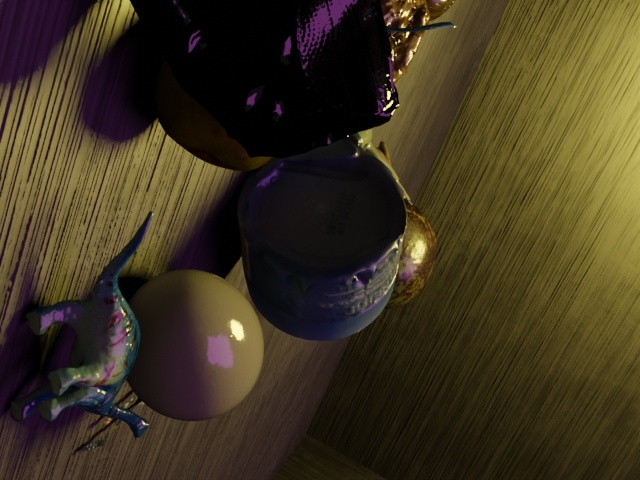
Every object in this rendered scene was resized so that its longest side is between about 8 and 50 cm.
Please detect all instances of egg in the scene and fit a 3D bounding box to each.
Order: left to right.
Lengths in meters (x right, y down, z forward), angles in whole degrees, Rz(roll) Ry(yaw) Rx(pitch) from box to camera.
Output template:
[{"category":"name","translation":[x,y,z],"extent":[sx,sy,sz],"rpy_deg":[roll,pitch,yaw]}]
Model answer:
[{"category":"egg","translation":[-0.159,0.126,0.947],"extent":[0.176,0.176,0.232],"rpy_deg":[-58,163,-21]}]

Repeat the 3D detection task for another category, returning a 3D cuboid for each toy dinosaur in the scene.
[{"category":"toy dinosaur","translation":[-0.233,0.124,0.778],"extent":[0.144,0.076,0.329],"rpy_deg":[-22,137,-36]}]

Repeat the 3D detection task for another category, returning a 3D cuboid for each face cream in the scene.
[{"category":"face cream","translation":[0.000,0.000,1.175],"extent":[0.249,0.249,0.225],"rpy_deg":[-57,165,-24]}]

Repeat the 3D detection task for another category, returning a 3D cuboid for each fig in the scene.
[{"category":"fig","translation":[-0.072,-0.158,0.761],"extent":[0.186,0.142,0.148],"rpy_deg":[-51,-173,-5]}]

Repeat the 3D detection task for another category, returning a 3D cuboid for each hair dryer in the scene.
[{"category":"hair dryer","translation":[0.112,-0.174,1.486],"extent":[0.067,0.199,0.167],"rpy_deg":[-35,-153,28]}]

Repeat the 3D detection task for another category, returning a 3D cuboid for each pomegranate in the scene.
[{"category":"pomegranate","translation":[0.099,-0.035,1.560],"extent":[0.285,0.285,0.341],"rpy_deg":[43,52,-78]}]

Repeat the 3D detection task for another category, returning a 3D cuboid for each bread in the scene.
[{"category":"bread","translation":[0.076,-0.304,1.136],"extent":[0.230,0.123,0.230],"rpy_deg":[-57,169,-17]}]

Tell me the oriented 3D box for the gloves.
[{"category":"gloves","translation":[-0.054,-0.200,0.591],"extent":[0.197,0.152,0.301],"rpy_deg":[-20,139,-1]}]

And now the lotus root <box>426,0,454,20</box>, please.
[{"category":"lotus root","translation":[0.185,-0.441,1.320],"extent":[0.209,0.120,0.120],"rpy_deg":[-58,168,-25]}]

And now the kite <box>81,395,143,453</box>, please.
[{"category":"kite","translation":[-0.242,0.188,1.136],"extent":[0.169,0.015,0.310],"rpy_deg":[-67,170,20]}]

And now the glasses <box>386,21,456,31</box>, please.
[{"category":"glasses","translation":[0.078,-0.342,0.923],"extent":[0.088,0.220,0.190],"rpy_deg":[-120,-135,-56]}]
